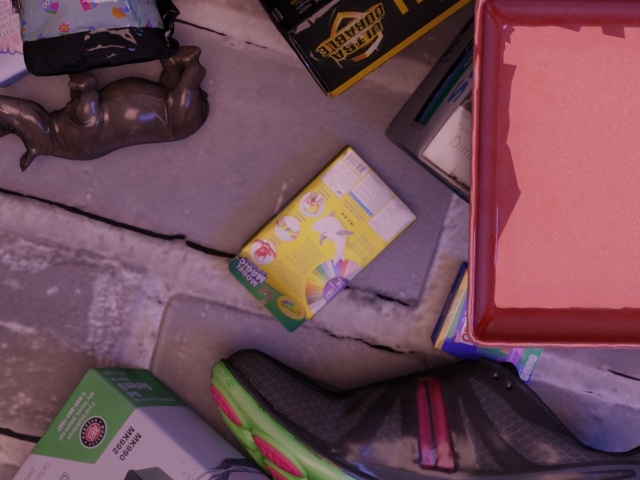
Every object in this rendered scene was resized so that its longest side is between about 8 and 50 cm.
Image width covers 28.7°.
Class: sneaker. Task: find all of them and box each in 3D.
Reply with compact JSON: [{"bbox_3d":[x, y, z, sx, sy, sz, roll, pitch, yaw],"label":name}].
[{"bbox_3d":[0.119,0.208,1.253,0.482,0.185,0.202,19,66,9],"label":"sneaker"}]

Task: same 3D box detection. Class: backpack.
[{"bbox_3d":[-0.215,-0.249,1.144,0.151,0.115,0.182,-7,96,2],"label":"backpack"}]

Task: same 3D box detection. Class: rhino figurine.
[{"bbox_3d":[-0.225,-0.128,1.241,0.243,0.073,0.106,-13,130,2],"label":"rhino figurine"}]

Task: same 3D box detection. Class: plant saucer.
[{"bbox_3d":[0.236,-0.051,0.914,0.259,0.048,0.259,1,99,1],"label":"plant saucer"}]

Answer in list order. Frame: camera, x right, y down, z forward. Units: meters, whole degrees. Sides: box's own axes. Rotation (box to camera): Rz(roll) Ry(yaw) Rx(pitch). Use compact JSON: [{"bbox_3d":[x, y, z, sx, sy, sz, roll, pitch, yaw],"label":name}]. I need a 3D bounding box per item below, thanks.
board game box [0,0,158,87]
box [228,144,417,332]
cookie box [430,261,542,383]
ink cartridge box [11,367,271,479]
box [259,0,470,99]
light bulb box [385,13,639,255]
[{"bbox_3d":[-0.251,-0.360,1.218,0.318,0.066,0.318,-27,98,3],"label":"board game box"},{"bbox_3d":[0.000,0.000,1.284,0.179,0.043,0.105,-43,96,2],"label":"box"},{"bbox_3d":[0.181,0.085,1.297,0.107,0.040,0.092,21,98,-3],"label":"cookie box"},{"bbox_3d":[-0.157,0.293,1.226,0.289,0.121,0.211,37,95,21],"label":"ink cartridge box"},{"bbox_3d":[0.097,-0.279,1.136,0.322,0.257,0.079,-35,112,3],"label":"box"},{"bbox_3d":[0.271,-0.070,1.117,0.358,0.361,0.225,36,96,-5],"label":"light bulb box"}]
